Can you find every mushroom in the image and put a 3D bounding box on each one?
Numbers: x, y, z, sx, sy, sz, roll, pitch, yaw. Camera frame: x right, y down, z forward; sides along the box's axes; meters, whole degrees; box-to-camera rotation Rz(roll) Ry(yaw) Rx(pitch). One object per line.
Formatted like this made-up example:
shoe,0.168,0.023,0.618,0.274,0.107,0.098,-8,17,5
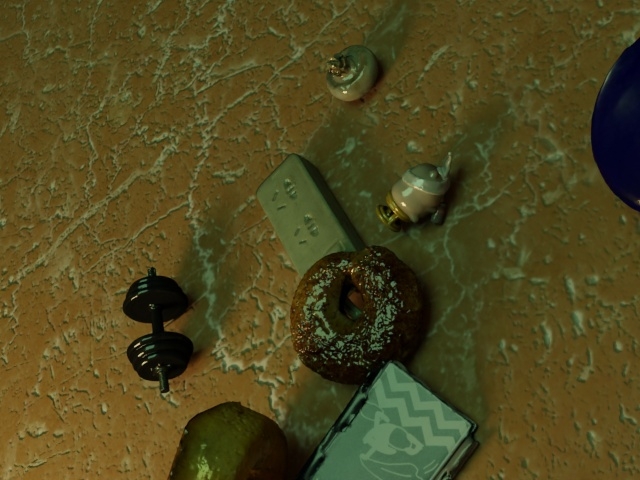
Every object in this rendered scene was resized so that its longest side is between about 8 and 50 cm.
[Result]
mushroom,0.038,-0.247,1.811,0.085,0.079,0.085,-21,55,34

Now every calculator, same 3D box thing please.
calculator,0.061,0.295,1.539,0.165,0.028,0.274,38,96,24

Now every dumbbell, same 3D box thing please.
dumbbell,-0.239,0.129,1.843,0.099,0.099,0.209,-29,53,26

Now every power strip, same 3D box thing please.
power strip,0.000,0.000,1.741,0.093,0.053,0.288,-44,47,15

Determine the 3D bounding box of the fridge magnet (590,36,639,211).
fridge magnet,0.432,-0.142,1.410,0.265,0.112,0.266,-18,59,33

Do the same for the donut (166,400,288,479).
donut,-0.130,0.320,1.566,0.118,0.253,0.254,16,79,22

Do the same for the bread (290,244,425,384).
bread,0.044,0.097,1.619,0.193,0.064,0.193,-4,81,25

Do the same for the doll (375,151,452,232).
doll,0.139,-0.060,1.652,0.127,0.073,0.084,-42,81,21
